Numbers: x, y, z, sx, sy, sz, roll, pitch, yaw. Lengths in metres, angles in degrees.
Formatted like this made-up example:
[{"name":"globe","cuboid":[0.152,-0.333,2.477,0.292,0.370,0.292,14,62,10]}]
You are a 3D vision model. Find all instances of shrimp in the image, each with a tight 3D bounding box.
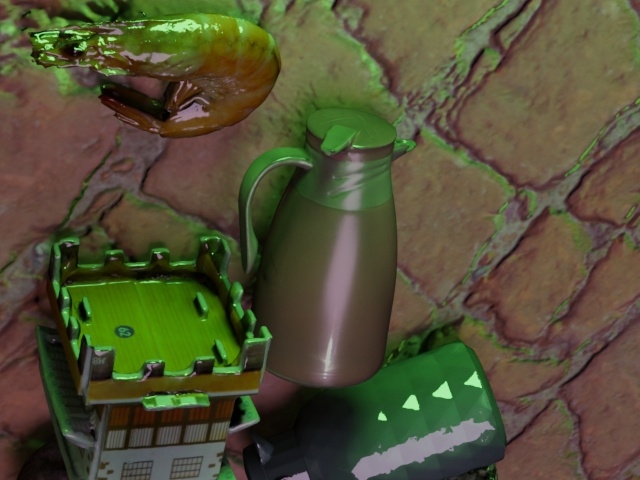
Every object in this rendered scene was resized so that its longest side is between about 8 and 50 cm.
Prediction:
[{"name":"shrimp","cuboid":[-0.150,-0.156,1.484,0.248,0.068,0.150,11,129,-34]}]

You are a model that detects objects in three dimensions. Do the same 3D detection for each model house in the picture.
[{"name":"model house","cuboid":[-0.175,0.129,1.611,0.198,0.224,0.215,0,124,-24]}]

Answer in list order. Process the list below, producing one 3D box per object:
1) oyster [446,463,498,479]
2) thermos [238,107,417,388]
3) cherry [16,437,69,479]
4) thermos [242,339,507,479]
[{"name":"oyster","cuboid":[0.091,0.346,1.954,0.351,0.162,0.158,-42,101,4]},{"name":"thermos","cuboid":[0.000,0.000,1.621,0.176,0.146,0.265,-5,121,-23]},{"name":"cherry","cuboid":[-0.246,0.284,1.766,0.176,0.140,0.176,-7,154,-3]},{"name":"thermos","cuboid":[0.059,0.233,1.833,0.286,0.145,0.182,-20,127,-2]}]
